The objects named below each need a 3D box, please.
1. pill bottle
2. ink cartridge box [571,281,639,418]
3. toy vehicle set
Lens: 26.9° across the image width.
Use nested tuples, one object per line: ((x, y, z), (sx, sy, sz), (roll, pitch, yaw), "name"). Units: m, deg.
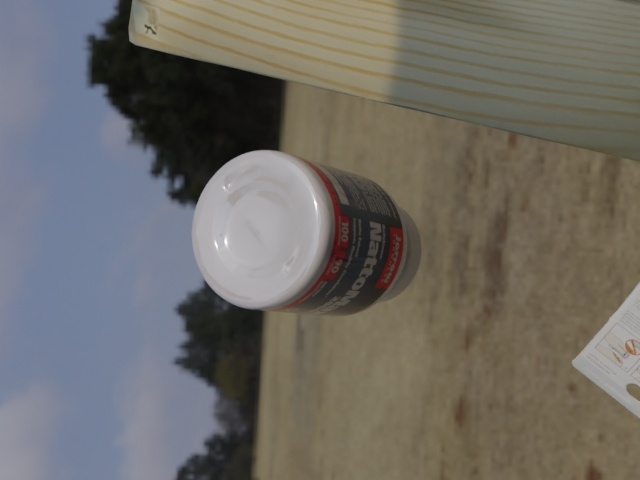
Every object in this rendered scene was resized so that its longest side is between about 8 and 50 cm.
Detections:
((0.000, 0.000, 0.955), (0.180, 0.108, 0.108), (10, -98, -61), "pill bottle")
((0.286, 0.074, 0.962), (0.045, 0.145, 0.179), (-43, -12, -42), "ink cartridge box")
((0.063, -0.078, 0.427), (0.267, 0.166, 0.035), (-51, -26, -70), "toy vehicle set")
